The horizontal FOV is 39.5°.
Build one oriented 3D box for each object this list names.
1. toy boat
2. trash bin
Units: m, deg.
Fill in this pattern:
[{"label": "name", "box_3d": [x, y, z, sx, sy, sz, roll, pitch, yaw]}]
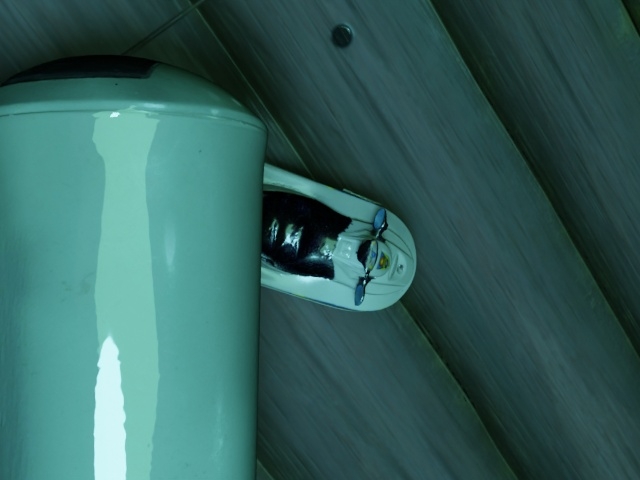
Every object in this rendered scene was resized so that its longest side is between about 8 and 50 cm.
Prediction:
[{"label": "toy boat", "box_3d": [-0.007, -0.002, 0.981, 0.269, 0.141, 0.141, 18, 87, -9]}, {"label": "trash bin", "box_3d": [-0.183, 0.051, 0.804, 0.280, 0.280, 0.432, 0, 87, -23]}]
